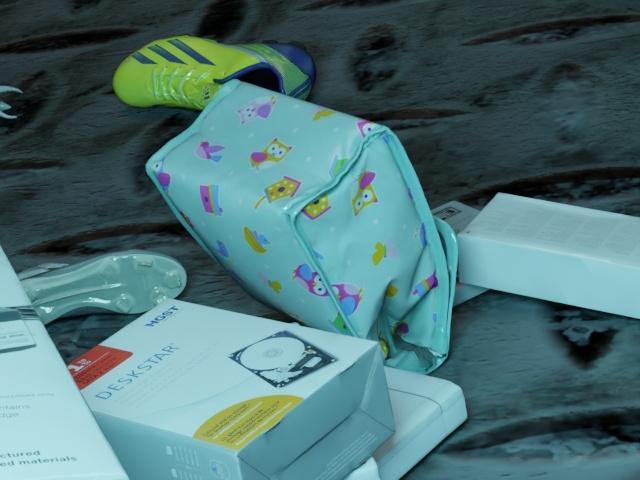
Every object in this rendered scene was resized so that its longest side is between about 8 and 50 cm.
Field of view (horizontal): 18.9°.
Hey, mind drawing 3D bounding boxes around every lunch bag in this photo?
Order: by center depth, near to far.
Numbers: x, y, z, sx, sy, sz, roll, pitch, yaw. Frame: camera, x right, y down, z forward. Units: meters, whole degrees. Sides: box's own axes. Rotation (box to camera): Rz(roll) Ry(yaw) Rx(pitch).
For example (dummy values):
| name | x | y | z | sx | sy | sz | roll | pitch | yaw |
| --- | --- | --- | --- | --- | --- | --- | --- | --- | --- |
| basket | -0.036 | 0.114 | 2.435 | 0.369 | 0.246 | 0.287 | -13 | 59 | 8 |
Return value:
| name | x | y | z | sx | sy | sz | roll | pitch | yaw |
| --- | --- | --- | --- | --- | --- | --- | --- | --- | --- |
| lunch bag | 0.000 | 0.000 | 1.772 | 0.223 | 0.262 | 0.160 | 20 | 60 | 46 |

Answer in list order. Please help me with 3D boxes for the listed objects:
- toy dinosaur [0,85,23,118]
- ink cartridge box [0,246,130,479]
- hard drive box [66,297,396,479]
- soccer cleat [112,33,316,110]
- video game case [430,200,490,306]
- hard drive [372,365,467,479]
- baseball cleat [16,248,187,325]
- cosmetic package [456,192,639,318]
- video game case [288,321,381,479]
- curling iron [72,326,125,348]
| name | x | y | z | sx | sy | sz | roll | pitch | yaw |
| --- | --- | --- | --- | --- | --- | --- | --- | --- | --- |
| toy dinosaur | -0.571 | -0.174 | 2.538 | 0.314 | 0.121 | 0.160 | -25 | 15 | -36 |
| ink cartridge box | -0.276 | 0.195 | 1.361 | 0.166 | 0.285 | 0.395 | -2 | 24 | -22 |
| hard drive box | -0.088 | 0.140 | 1.528 | 0.232 | 0.089 | 0.181 | 9 | 31 | 38 |
| soccer cleat | -0.147 | -0.203 | 2.456 | 0.289 | 0.093 | 0.121 | 0 | 33 | 23 |
| video game case | 0.115 | 0.021 | 1.952 | 0.190 | 0.022 | 0.173 | -23 | 27 | -27 |
| hard drive | -0.071 | 0.201 | 1.613 | 0.233 | 0.047 | 0.353 | 10 | 32 | 38 |
| baseball cleat | -0.243 | 0.041 | 2.000 | 0.206 | 0.072 | 0.109 | -9 | 18 | -4 |
| cosmetic package | 0.258 | 0.018 | 1.825 | 0.239 | 0.060 | 0.099 | 12 | 30 | 28 |
| video game case | -0.082 | 0.161 | 1.619 | 0.204 | 0.025 | 0.285 | -15 | 24 | -8 |
| curling iron | -0.115 | 0.095 | 1.701 | 0.274 | 0.035 | 0.068 | 7 | 30 | 35 |
